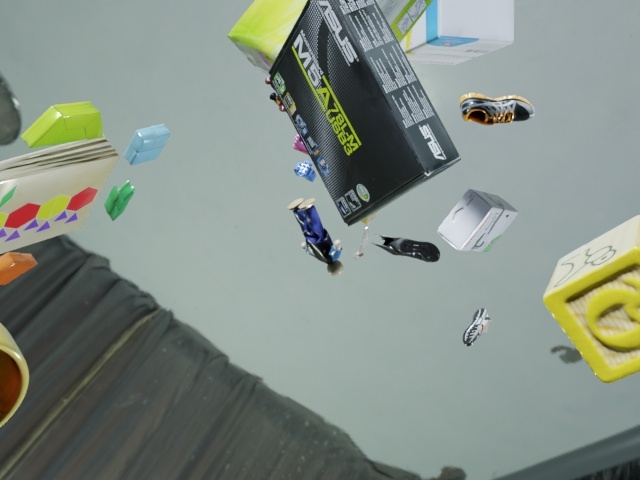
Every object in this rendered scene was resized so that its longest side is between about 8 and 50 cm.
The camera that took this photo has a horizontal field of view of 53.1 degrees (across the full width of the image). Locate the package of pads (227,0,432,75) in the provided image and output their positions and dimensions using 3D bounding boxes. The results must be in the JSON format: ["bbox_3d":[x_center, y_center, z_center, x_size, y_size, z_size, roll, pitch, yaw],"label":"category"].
[{"bbox_3d":[0.004,-0.340,0.972,0.101,0.229,0.296,38,178,-41],"label":"package of pads"}]

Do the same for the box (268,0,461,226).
[{"bbox_3d":[0.030,-0.123,0.609,0.191,0.045,0.184,63,160,1],"label":"box"}]

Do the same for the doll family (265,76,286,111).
[{"bbox_3d":[-0.126,-0.472,2.127,0.193,0.111,0.076,43,105,41],"label":"doll family"}]

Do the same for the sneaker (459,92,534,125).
[{"bbox_3d":[0.509,-0.369,1.860,0.214,0.083,0.084,6,143,13],"label":"sneaker"}]

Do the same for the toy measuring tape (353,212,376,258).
[{"bbox_3d":[0.131,-0.100,2.229,0.121,0.121,0.330,19,117,14],"label":"toy measuring tape"}]

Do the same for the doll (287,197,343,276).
[{"bbox_3d":[0.000,0.000,1.375,0.129,0.046,0.189,2,126,48],"label":"doll"}]

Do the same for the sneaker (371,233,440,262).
[{"bbox_3d":[0.221,0.018,1.654,0.170,0.051,0.089,15,175,-31],"label":"sneaker"}]

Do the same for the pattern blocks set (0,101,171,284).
[{"bbox_3d":[-0.316,-0.042,0.695,0.026,0.324,0.285,49,117,10],"label":"pattern blocks set"}]

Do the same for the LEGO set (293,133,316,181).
[{"bbox_3d":[0.014,-0.170,1.460,0.227,0.087,0.093,25,166,18],"label":"LEGO set"}]

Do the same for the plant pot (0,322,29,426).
[{"bbox_3d":[-0.653,0.191,1.063,0.239,0.254,0.254,40,143,37],"label":"plant pot"}]

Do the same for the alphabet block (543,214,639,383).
[{"bbox_3d":[0.536,0.099,1.131,0.192,0.197,0.193,-39,87,34],"label":"alphabet block"}]

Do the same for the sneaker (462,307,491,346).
[{"bbox_3d":[0.377,0.213,1.529,0.044,0.109,0.040,50,149,-17],"label":"sneaker"}]

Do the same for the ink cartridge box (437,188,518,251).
[{"bbox_3d":[0.457,-0.053,1.855,0.092,0.219,0.160,45,114,28],"label":"ink cartridge box"}]

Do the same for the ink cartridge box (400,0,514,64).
[{"bbox_3d":[0.309,-0.552,1.557,0.270,0.198,0.197,-168,77,-71],"label":"ink cartridge box"}]
